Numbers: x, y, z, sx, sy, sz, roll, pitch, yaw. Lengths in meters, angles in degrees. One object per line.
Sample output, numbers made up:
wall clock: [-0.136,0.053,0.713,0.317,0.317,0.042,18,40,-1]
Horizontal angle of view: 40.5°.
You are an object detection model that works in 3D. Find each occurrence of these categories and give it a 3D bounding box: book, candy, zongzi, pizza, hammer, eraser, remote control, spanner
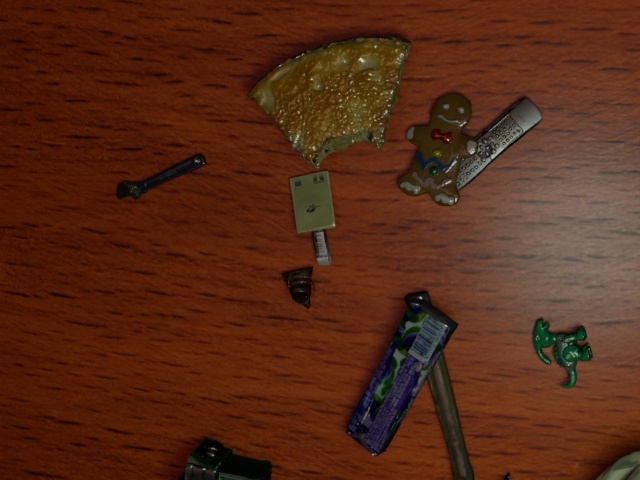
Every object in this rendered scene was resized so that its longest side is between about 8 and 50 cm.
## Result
book: [-0.015,-0.073,1.668,0.077,0.014,0.111,-11,80,16]
candy: [0.148,0.256,1.618,0.088,0.061,0.312,36,113,24]
zongzi: [-0.036,0.103,1.690,0.067,0.073,0.083,-12,53,15]
pizza: [0.032,-0.255,1.612,0.323,0.089,0.223,-15,86,17]
hammer: [0.234,0.312,1.643,0.168,0.044,0.440,-15,92,16]
eraser: [0.000,0.000,1.681,0.027,0.019,0.099,-10,90,16]
remote control: [0.309,-0.173,1.583,0.212,0.028,0.059,-41,89,15]
spanner: [-0.324,-0.128,1.752,0.208,0.012,0.046,-22,89,15]

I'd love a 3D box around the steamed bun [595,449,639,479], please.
steamed bun: [0.622,0.448,1.475,0.280,0.207,0.268,44,144,-12]

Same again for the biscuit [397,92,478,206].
biscuit: [0.218,-0.172,1.589,0.138,0.031,0.205,21,93,25]

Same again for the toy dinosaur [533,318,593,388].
toy dinosaur: [0.441,0.203,1.579,0.096,0.059,0.133,-15,84,23]

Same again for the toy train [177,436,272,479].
toy train: [-0.203,0.565,1.734,0.178,0.138,0.331,9,99,9]
